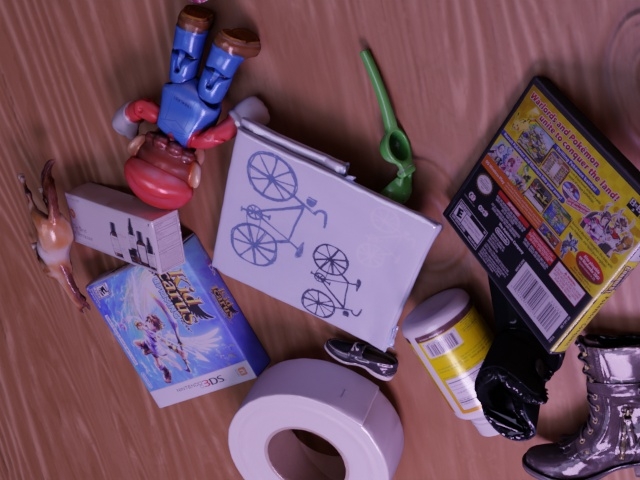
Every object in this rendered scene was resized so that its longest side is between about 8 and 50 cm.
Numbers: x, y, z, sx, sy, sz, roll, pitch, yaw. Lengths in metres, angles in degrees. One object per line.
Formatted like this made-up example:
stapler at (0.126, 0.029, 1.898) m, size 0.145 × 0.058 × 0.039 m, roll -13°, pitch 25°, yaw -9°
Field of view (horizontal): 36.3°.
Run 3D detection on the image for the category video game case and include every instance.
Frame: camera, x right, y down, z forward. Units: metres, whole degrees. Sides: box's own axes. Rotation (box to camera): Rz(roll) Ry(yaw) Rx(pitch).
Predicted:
video game case at (-0.255, 0.149, 1.726) m, size 0.244 × 0.061 × 0.269 m, roll -22°, pitch 104°, yaw 32°
video game case at (0.300, -0.035, 1.278) m, size 0.275 × 0.035 × 0.248 m, roll 57°, pitch 131°, yaw 35°

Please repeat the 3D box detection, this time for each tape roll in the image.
tape roll at (-0.007, 0.337, 1.632) m, size 0.286 × 0.100 × 0.286 m, roll 11°, pitch 124°, yaw 17°

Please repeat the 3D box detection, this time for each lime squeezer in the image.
lime squeezer at (0.093, -0.120, 1.431) m, size 0.110 × 0.059 × 0.310 m, roll 37°, pitch 134°, yaw 42°

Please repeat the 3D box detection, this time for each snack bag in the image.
snack bag at (0.000, 0.000, 1.503) m, size 0.342 × 0.037 × 0.323 m, roll 25°, pitch 136°, yaw 9°

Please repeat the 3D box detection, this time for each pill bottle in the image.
pill bottle at (0.223, 0.187, 1.478) m, size 0.117 × 0.117 × 0.215 m, roll -26°, pitch 102°, yaw 34°

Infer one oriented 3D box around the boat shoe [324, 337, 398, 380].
boat shoe at (0.068, 0.186, 1.596) m, size 0.125 × 0.046 × 0.038 m, roll 27°, pitch 128°, yaw 8°

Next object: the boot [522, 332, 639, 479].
boot at (0.410, 0.239, 1.439) m, size 0.263 × 0.091 × 0.229 m, roll -11°, pitch 110°, yaw 18°

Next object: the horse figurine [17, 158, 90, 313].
horse figurine at (-0.467, -0.010, 1.694) m, size 0.174 × 0.066 × 0.263 m, roll 52°, pitch 148°, yaw 35°

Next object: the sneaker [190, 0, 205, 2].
sneaker at (-0.152, -0.388, 1.397) m, size 0.170 × 0.075 × 0.063 m, roll 9°, pitch 140°, yaw 47°

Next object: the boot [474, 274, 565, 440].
boot at (0.272, 0.132, 1.370) m, size 0.094 × 0.207 × 0.246 m, roll -9°, pitch 111°, yaw 29°

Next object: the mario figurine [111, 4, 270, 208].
mario figurine at (-0.202, -0.196, 1.509) m, size 0.198 × 0.170 × 0.320 m, roll 49°, pitch 123°, yaw 41°

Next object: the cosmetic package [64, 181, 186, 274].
cosmetic package at (-0.330, -0.023, 1.629) m, size 0.239 × 0.060 × 0.099 m, roll 16°, pitch 121°, yaw 40°
